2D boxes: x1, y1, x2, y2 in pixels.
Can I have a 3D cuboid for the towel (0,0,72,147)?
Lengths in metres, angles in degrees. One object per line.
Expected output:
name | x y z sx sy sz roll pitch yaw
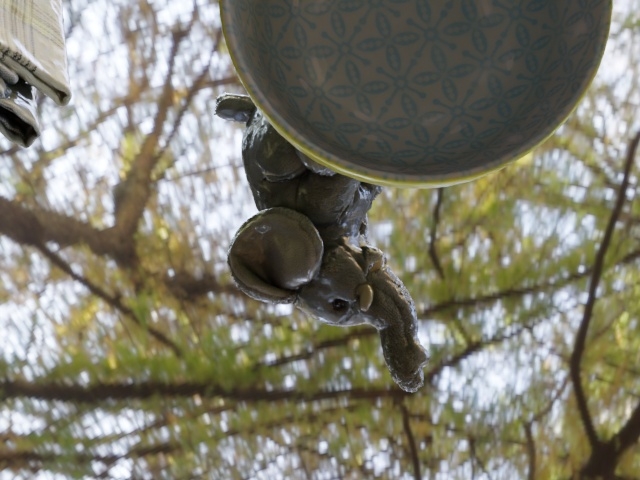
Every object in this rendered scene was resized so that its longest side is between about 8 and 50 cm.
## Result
towel | -0.337 -0.266 1.183 0.056 0.312 0.324 -32 -141 18

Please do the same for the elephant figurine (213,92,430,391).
elephant figurine | 0.000 0.000 1.228 0.169 0.186 0.239 2 -79 -22

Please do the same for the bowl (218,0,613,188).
bowl | 0.067 -0.169 1.052 0.289 0.156 0.289 0 -99 -2
